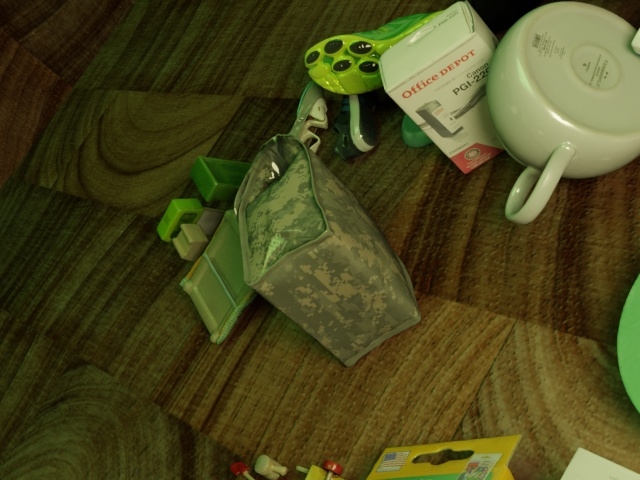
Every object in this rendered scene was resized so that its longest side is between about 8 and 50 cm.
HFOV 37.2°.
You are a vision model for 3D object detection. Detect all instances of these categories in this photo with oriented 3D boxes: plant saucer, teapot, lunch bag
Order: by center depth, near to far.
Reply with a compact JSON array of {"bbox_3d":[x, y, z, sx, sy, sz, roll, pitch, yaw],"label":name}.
[{"bbox_3d":[0.320,-0.174,1.270,0.253,0.256,0.187,64,154,18],"label":"teapot"},{"bbox_3d":[0.000,0.000,1.412,0.169,0.235,0.287,-34,37,18],"label":"lunch bag"},{"bbox_3d":[0.180,-0.210,1.603,0.119,0.021,0.119,-29,39,26],"label":"plant saucer"}]

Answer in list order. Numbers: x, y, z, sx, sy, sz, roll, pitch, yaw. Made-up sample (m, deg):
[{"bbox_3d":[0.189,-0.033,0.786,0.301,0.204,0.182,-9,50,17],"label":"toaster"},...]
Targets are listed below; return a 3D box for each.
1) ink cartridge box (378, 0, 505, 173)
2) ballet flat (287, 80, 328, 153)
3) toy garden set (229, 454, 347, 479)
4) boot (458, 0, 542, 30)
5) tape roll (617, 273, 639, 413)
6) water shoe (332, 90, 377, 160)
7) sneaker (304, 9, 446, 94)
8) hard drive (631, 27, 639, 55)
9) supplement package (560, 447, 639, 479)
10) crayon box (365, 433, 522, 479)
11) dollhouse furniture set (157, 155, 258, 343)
[{"bbox_3d":[0.212,-0.222,1.404,0.158,0.218,0.092,-32,38,24],"label":"ink cartridge box"},{"bbox_3d":[-0.021,-0.210,1.802,0.068,0.072,0.213,16,68,24],"label":"ballet flat"},{"bbox_3d":[-0.071,0.385,1.294,0.244,0.049,0.204,2,61,50],"label":"toy garden set"},{"bbox_3d":[0.392,-0.424,1.479,0.348,0.131,0.260,-49,43,18],"label":"boot"},{"bbox_3d":[0.464,0.093,0.952,0.321,0.077,0.321,-30,38,27],"label":"tape roll"},{"bbox_3d":[0.052,-0.231,1.720,0.080,0.073,0.203,-30,38,29],"label":"water shoe"},{"bbox_3d":[0.120,-0.331,1.681,0.295,0.110,0.123,-12,13,9],"label":"sneaker"},{"bbox_3d":[0.557,-0.254,1.101,0.318,0.040,0.210,35,93,36],"label":"hard drive"},{"bbox_3d":[0.263,0.346,0.882,0.139,0.134,0.244,17,70,54],"label":"supplement package"},{"bbox_3d":[0.098,0.351,1.030,0.203,0.083,0.323,-16,20,39],"label":"crayon box"},{"bbox_3d":[-0.146,0.020,1.710,0.198,0.151,0.301,-57,47,26],"label":"dollhouse furniture set"}]
